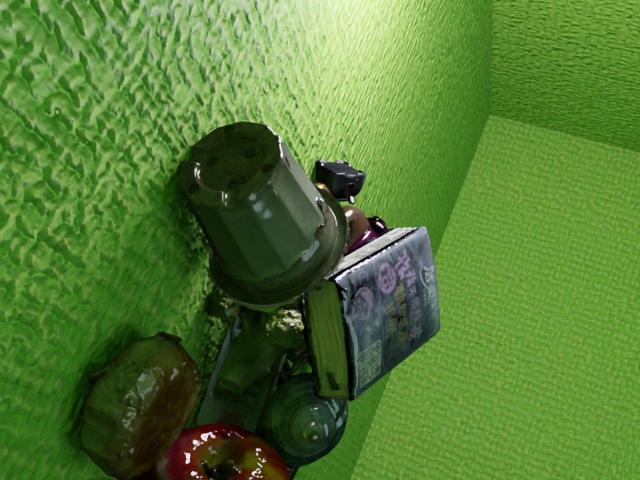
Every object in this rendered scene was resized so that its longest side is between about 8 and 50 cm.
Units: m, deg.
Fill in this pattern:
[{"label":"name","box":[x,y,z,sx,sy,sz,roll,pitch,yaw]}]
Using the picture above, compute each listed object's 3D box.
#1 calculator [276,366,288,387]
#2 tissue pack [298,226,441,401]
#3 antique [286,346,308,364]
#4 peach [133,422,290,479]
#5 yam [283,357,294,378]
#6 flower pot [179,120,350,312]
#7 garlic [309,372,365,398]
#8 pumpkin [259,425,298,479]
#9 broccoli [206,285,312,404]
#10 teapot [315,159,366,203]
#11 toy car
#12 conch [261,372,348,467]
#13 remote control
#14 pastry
[{"label":"calculator","box":[-0.072,0.401,1.928,0.028,0.274,0.166,-26,147,-13]},{"label":"tissue pack","box":[0.115,0.138,1.557,0.361,0.122,0.260,-28,115,-50]},{"label":"antique","box":[-0.026,0.242,2.151,0.081,0.080,0.221,73,38,-63]},{"label":"peach","box":[-0.202,0.572,1.508,0.353,0.339,0.417,-25,132,-48]},{"label":"yam","box":[-0.096,0.321,2.006,0.027,0.129,0.033,-20,145,-7]},{"label":"flower pot","box":[-0.110,-0.056,1.355,0.290,0.290,0.259,-63,150,-27]},{"label":"garlic","box":[0.031,0.384,2.332,0.253,0.245,0.245,-35,-175,34]},{"label":"pumpkin","box":[-0.157,0.522,1.825,0.300,0.207,0.300,-43,145,-40]},{"label":"broccoli","box":[-0.113,0.178,1.560,0.302,0.186,0.254,-30,105,-14]},{"label":"teapot","box":[0.043,-0.137,1.888,0.087,0.177,0.096,-2,113,-27]},{"label":"toy car","box":[0.000,0.000,1.786,0.271,0.240,0.340,-43,-175,-3]},{"label":"conch","box":[-0.039,0.382,1.600,0.220,0.195,0.277,-33,-175,-15]},{"label":"remote control","box":[-0.158,0.275,1.691,0.050,0.145,0.344,31,77,-76]},{"label":"pastry","box":[-0.309,0.280,1.294,0.236,0.120,0.257,-51,155,-39]}]
